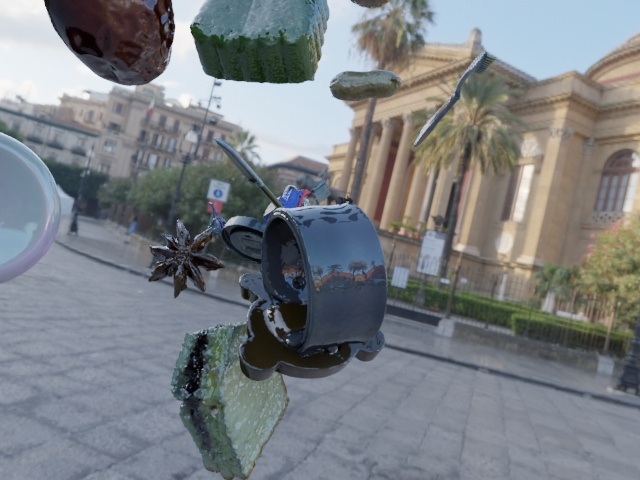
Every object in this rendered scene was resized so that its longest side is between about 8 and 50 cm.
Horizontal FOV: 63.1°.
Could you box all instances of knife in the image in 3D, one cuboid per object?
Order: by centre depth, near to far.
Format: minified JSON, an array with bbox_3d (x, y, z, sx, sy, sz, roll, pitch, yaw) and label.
[{"bbox_3d":[-0.202,-0.181,1.536,0.061,0.027,0.343,20,-21,42],"label":"knife"}]

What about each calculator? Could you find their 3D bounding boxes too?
[{"bbox_3d":[0.001,-0.150,1.635,0.018,0.057,0.172,55,2,10],"label":"calculator"}]

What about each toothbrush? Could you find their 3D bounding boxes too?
[{"bbox_3d":[0.312,-0.332,1.285,0.037,0.028,0.375,16,-25,-11],"label":"toothbrush"}]

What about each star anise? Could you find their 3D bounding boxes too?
[{"bbox_3d":[-0.276,0.036,1.065,0.168,0.167,0.057,13,-10,9],"label":"star anise"}]

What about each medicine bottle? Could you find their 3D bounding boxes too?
[{"bbox_3d":[-0.574,-0.049,0.851,0.241,0.241,0.302,15,-8,-34],"label":"medicine bottle"}]

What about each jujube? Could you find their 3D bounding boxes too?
[{"bbox_3d":[-0.291,-0.329,0.745,0.184,0.183,0.243,13,-11,3],"label":"jujube"}]

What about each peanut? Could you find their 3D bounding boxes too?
[{"bbox_3d":[0.131,-0.457,1.529,0.214,0.099,0.099,-8,-4,4],"label":"peanut"}]

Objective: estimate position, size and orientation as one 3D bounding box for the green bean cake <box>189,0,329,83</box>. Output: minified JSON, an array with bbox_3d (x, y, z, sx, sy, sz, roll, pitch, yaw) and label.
[{"bbox_3d":[-0.102,-0.408,0.974,0.222,0.248,0.125,6,-31,11],"label":"green bean cake"}]

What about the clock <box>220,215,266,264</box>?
[{"bbox_3d":[-0.210,0.002,1.658,0.215,0.041,0.215,15,-32,10],"label":"clock"}]

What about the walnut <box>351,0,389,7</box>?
[{"bbox_3d":[0.148,-0.794,1.553,0.213,0.213,0.213,14,-3,1],"label":"walnut"}]

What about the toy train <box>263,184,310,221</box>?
[{"bbox_3d":[-0.116,-0.123,1.920,0.131,0.204,0.083,37,-47,-17],"label":"toy train"}]

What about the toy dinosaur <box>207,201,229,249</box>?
[{"bbox_3d":[-0.358,-0.046,1.825,0.045,0.197,0.080,-9,-25,-41],"label":"toy dinosaur"}]

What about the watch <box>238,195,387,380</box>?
[{"bbox_3d":[-0.022,0.073,1.049,0.314,0.326,0.335,-4,36,-24],"label":"watch"}]

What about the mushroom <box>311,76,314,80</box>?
[{"bbox_3d":[-0.130,-0.680,1.942,0.190,0.163,0.267,-9,21,-26],"label":"mushroom"}]

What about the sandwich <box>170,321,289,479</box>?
[{"bbox_3d":[-0.197,0.324,1.165,0.131,0.325,0.262,-1,27,24],"label":"sandwich"}]
